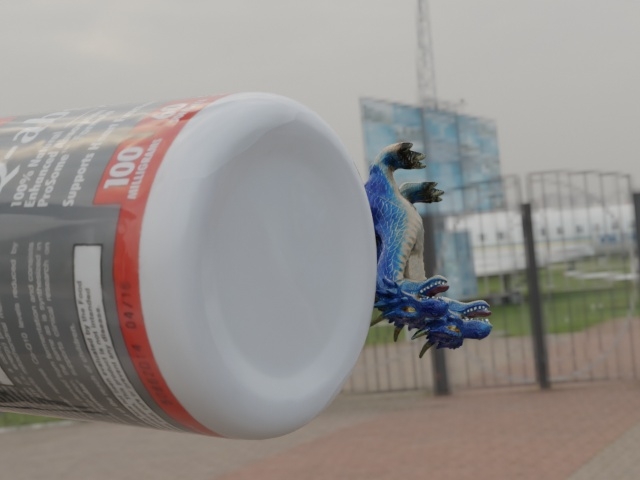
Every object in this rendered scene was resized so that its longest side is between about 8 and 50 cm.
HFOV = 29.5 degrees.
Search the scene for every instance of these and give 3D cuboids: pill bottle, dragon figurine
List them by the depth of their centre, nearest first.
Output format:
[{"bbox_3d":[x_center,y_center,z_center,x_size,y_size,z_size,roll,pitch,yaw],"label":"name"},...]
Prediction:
[{"bbox_3d":[-0.163,0.016,0.821,0.363,0.210,0.210,0,2,36],"label":"pill bottle"},{"bbox_3d":[0.000,0.000,0.912,0.289,0.144,0.085,10,-29,30],"label":"dragon figurine"}]
